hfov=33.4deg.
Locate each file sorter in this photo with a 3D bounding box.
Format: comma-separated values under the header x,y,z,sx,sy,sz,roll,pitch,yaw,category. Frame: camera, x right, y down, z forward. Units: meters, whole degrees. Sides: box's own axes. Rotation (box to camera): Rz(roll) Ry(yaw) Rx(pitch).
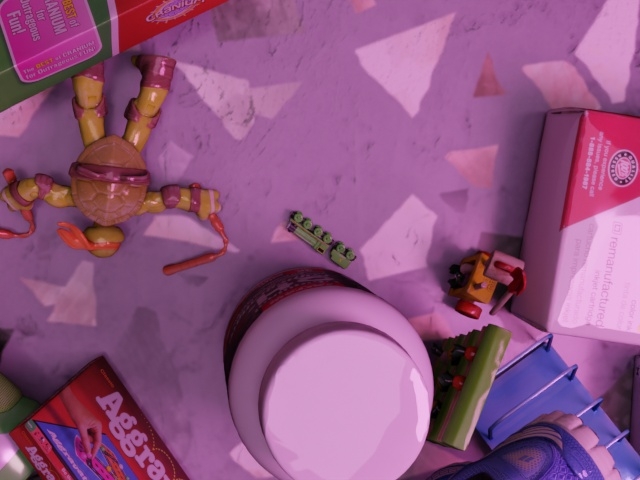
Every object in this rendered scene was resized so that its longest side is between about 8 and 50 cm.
x,y,z,sx,sy,sz,roll,pitch,yaw,category
0.236,0.194,1.068,0.118,0.104,0.170,-35,71,-3,file sorter

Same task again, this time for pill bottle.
x,y,z,sx,sy,sz,roll,pitch,yaw,category
0.003,0.122,0.959,0.176,0.318,0.176,0,93,-7,pill bottle

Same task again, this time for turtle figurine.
x,y,z,sx,sy,sz,roll,pitch,yaw,category
-0.218,-0.075,1.036,0.269,0.087,0.217,5,94,-7,turtle figurine

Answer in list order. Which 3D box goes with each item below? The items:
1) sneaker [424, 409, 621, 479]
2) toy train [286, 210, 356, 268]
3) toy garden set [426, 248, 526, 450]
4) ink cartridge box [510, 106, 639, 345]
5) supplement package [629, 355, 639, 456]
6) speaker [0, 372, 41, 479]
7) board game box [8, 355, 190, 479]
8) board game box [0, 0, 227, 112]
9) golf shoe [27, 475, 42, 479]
x,y,z,sx,sy,sz,roll,pitch,yaw,category
0.129,0.274,1.003,0.147,0.330,0.130,-20,66,-37,sneaker
0.000,0.000,1.102,0.083,0.017,0.024,35,101,-8,toy train
0.131,0.091,1.012,0.049,0.244,0.204,23,81,1,toy garden set
0.371,-0.002,1.086,0.306,0.131,0.226,8,93,-6,ink cartridge box
0.463,0.198,1.107,0.244,0.139,0.134,2,93,-5,supplement package
-0.393,0.127,1.012,0.296,0.131,0.131,44,89,-8,speaker
-0.175,0.261,1.043,0.027,0.145,0.281,-30,98,25,board game box
-0.213,-0.296,0.992,0.316,0.064,0.242,-27,76,-4,board game box
-0.311,0.334,1.056,0.077,0.094,0.198,20,93,-9,golf shoe
